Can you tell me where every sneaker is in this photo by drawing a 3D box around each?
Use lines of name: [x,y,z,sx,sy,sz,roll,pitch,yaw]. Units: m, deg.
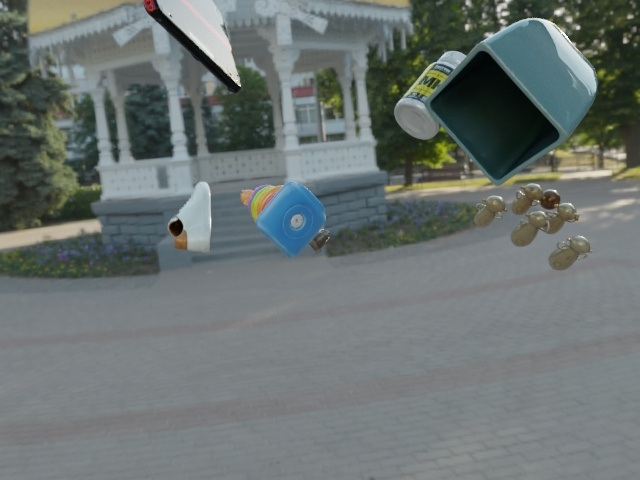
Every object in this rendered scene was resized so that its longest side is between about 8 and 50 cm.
sneaker: [0.000,0.000,2.038,0.071,0.066,0.188,-36,3,-1]
sneaker: [-0.377,-0.078,1.858,0.123,0.105,0.290,0,38,-9]

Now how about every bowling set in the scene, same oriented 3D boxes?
bowling set: [0.548,-0.079,1.604,0.287,0.199,0.154,28,-23,6]

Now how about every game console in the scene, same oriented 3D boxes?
game console: [-0.360,-0.605,1.717,0.060,0.341,0.386,-26,-29,18]

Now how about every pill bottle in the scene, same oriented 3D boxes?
pill bottle: [0.281,-0.354,1.553,0.119,0.119,0.208,5,50,54]

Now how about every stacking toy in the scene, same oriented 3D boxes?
stacking toy: [-0.138,-0.091,1.772,0.165,0.175,0.302,-51,36,-9]

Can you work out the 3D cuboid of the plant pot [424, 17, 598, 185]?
plant pot: [0.426,-0.317,1.353,0.252,0.248,0.247,-41,-1,-25]
